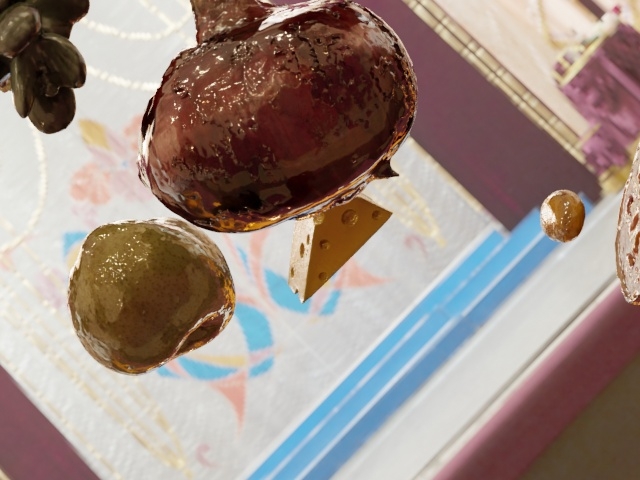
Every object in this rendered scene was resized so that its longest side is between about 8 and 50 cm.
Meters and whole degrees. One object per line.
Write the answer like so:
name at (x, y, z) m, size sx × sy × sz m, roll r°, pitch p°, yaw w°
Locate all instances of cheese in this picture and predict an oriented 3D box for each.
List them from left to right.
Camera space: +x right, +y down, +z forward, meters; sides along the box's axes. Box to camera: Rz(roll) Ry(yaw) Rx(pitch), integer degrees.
cheese at (0.000, 0.000, 1.590) m, size 0.171 × 0.126 × 0.093 m, roll -62°, pitch 25°, yaw 8°

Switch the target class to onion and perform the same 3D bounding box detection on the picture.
onion at (-0.041, -0.121, 0.952) m, size 0.252 × 0.219 × 0.252 m, roll -28°, pitch 1°, yaw 0°

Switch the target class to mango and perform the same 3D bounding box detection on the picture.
mango at (0.359, -0.034, 1.675) m, size 0.114 × 0.057 × 0.079 m, roll -91°, pitch 17°, yaw -72°

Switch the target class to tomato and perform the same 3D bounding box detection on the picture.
tomato at (0.544, -0.065, 1.663) m, size 0.338 × 0.143 × 0.339 m, roll -167°, pitch 90°, yaw -90°

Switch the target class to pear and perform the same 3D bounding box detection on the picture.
pear at (-0.164, 0.051, 1.096) m, size 0.167 × 0.136 × 0.167 m, roll -42°, pitch -14°, yaw -13°

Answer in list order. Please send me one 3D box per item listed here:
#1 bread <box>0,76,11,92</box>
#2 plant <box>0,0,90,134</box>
bread at (-0.530, -0.330, 1.618) m, size 0.183 × 0.224 × 0.211 m, roll 34°, pitch -120°, yaw -61°
plant at (-0.309, -0.230, 1.155) m, size 0.149 × 0.275 × 0.146 m, roll -33°, pitch -36°, yaw 2°
